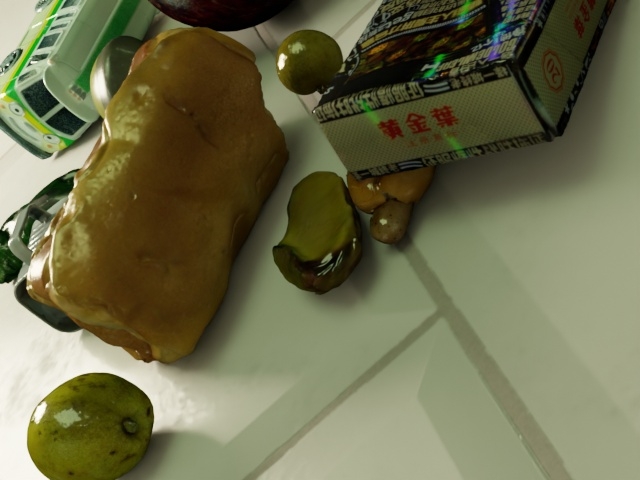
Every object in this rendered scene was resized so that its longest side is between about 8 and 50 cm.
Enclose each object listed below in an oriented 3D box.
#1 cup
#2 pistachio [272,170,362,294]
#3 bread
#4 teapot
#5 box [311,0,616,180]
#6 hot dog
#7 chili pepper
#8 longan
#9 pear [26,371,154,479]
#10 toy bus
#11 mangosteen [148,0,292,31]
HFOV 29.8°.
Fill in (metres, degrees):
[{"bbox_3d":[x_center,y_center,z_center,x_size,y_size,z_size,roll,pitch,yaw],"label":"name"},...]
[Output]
[{"bbox_3d":[-0.293,0.017,1.351,0.095,0.128,0.129,-37,31,20],"label":"cup"},{"bbox_3d":[0.000,0.000,1.094,0.089,0.049,0.173,-33,28,12],"label":"pistachio"},{"bbox_3d":[-0.149,-0.051,1.197,0.149,0.195,0.344,-14,47,50],"label":"bread"},{"bbox_3d":[-0.208,-0.201,1.507,0.119,0.130,0.166,-13,12,22],"label":"teapot"},{"bbox_3d":[0.144,-0.193,1.036,0.198,0.084,0.310,-10,37,38],"label":"box"},{"bbox_3d":[0.068,-0.060,1.074,0.090,0.060,0.140,-32,26,26],"label":"hot dog"},{"bbox_3d":[-0.345,-0.036,1.531,0.224,0.061,0.098,-41,26,14],"label":"chili pepper"},{"bbox_3d":[-0.010,-0.186,1.295,0.075,0.075,0.083,-28,79,29],"label":"longan"},{"bbox_3d":[-0.213,0.174,1.106,0.131,0.107,0.107,-21,41,42],"label":"pear"},{"bbox_3d":[-0.348,-0.266,1.712,0.165,0.133,0.276,-14,45,42],"label":"toy bus"},{"bbox_3d":[-0.132,-0.406,1.449,0.300,0.300,0.300,-31,36,25],"label":"mangosteen"}]
